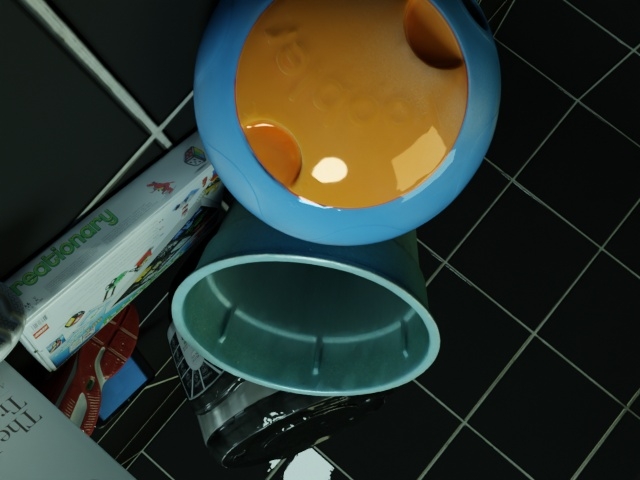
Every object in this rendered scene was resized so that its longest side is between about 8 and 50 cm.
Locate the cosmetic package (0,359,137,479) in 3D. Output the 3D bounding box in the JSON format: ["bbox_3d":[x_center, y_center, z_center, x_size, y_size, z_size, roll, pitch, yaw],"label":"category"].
[{"bbox_3d":[-0.382,0.347,0.568,0.377,0.284,0.097,-46,173,-42],"label":"cosmetic package"}]

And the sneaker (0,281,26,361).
[{"bbox_3d":[-0.352,0.150,0.438,0.281,0.105,0.115,-42,176,-39],"label":"sneaker"}]

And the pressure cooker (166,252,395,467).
[{"bbox_3d":[-0.098,0.176,1.104,0.370,0.420,0.375,-18,152,-13],"label":"pressure cooker"}]

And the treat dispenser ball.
[{"bbox_3d":[0.024,-0.139,0.554,0.288,0.288,0.288,-50,174,-7],"label":"treat dispenser ball"}]

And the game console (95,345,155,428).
[{"bbox_3d":[-0.360,0.238,1.005,0.144,0.085,0.124,-46,173,-40],"label":"game console"}]

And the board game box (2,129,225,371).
[{"bbox_3d":[-0.235,0.012,0.694,0.305,0.053,0.193,-47,174,-29],"label":"board game box"}]

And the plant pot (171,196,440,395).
[{"bbox_3d":[0.000,0.000,0.833,0.341,0.342,0.333,123,-18,-48],"label":"plant pot"}]

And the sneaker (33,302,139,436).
[{"bbox_3d":[-0.359,0.182,0.825,0.128,0.087,0.221,-6,-132,32],"label":"sneaker"}]
